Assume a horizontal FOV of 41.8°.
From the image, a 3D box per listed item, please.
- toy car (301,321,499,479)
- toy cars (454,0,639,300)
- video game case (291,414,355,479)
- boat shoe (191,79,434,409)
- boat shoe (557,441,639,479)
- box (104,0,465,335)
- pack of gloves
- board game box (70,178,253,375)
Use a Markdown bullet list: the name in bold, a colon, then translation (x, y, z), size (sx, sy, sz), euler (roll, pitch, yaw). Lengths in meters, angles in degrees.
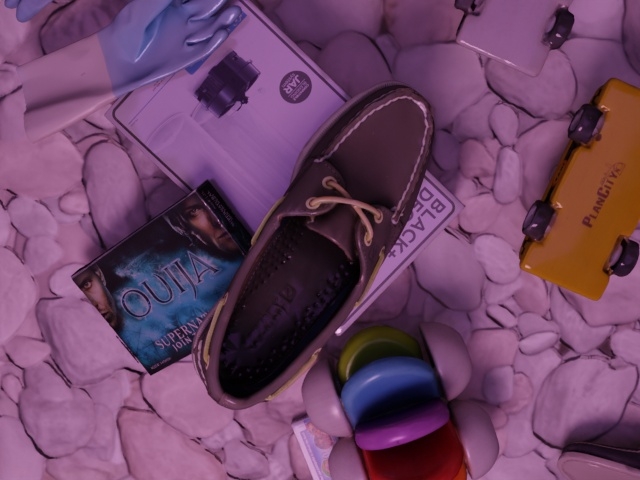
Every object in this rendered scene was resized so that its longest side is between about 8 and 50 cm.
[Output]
- **toy car**: translation (0.074, 0.169, 0.757), size (0.159, 0.136, 0.182), euler (-19, 95, 3)
- **toy cars**: translation (0.219, -0.146, 0.758), size (0.177, 0.087, 0.393), euler (-17, 97, 2)
- **video game case**: translation (0.043, 0.199, 0.835), size (0.122, 0.011, 0.087), euler (-21, 96, 3)
- **boat shoe**: translation (0.004, 0.003, 0.673), size (0.109, 0.091, 0.305), euler (34, 87, -10)
- **boat shoe**: translation (0.334, 0.228, 0.821), size (0.206, 0.075, 0.065), euler (16, 53, 4)
- **box**: translation (-0.029, -0.074, 0.771), size (0.290, 0.087, 0.169), euler (45, 95, -4)
- **pack of gloves**: translation (-0.186, -0.219, 0.728), size (0.232, 0.046, 0.195), euler (-22, 71, 15)
- **board game box**: translation (-0.131, 0.040, 0.766), size (0.186, 0.026, 0.126), euler (-31, 102, 32)
